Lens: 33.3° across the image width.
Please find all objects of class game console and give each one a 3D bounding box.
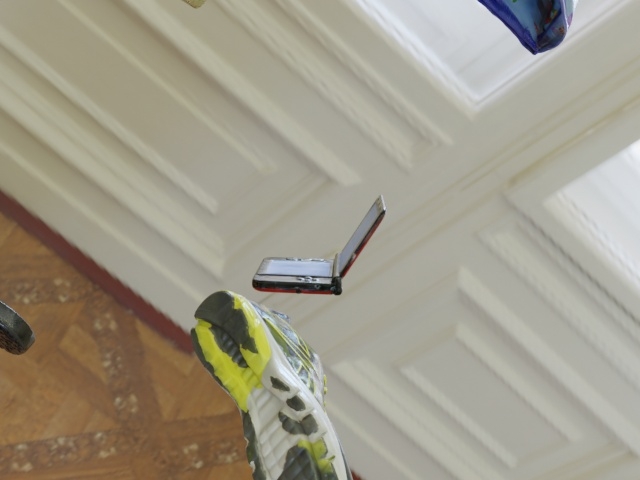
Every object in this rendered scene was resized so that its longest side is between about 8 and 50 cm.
[{"bbox_3d":[0.000,0.000,1.053,0.144,0.124,0.085,-75,168,-82],"label":"game console"}]

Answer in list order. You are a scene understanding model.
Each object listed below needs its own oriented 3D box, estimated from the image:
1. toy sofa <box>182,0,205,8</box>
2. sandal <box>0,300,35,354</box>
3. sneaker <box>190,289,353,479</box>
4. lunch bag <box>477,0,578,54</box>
[{"bbox_3d":[-0.204,-0.353,0.849,0.177,0.150,0.362,36,2,36],"label":"toy sofa"},{"bbox_3d":[-0.244,0.006,0.648,0.179,0.067,0.040,34,65,-6],"label":"sandal"},{"bbox_3d":[-0.008,0.050,0.333,0.035,0.031,0.083,6,49,-52],"label":"sneaker"},{"bbox_3d":[0.165,-0.311,0.847,0.293,0.138,0.221,43,56,-41],"label":"lunch bag"}]
